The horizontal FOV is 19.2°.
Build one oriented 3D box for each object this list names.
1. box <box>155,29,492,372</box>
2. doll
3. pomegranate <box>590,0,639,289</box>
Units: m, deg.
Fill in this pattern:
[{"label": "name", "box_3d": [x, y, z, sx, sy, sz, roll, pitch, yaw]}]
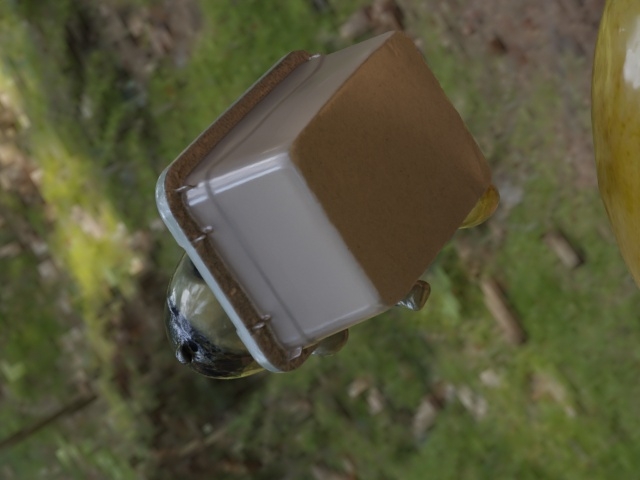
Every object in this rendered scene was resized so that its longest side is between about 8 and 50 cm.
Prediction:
[{"label": "box", "box_3d": [0.006, -0.020, 0.695, 0.062, 0.122, 0.089, -22, 108, 39]}, {"label": "doll", "box_3d": [0.000, 0.000, 0.791, 0.102, 0.179, 0.089, 41, 143, 14]}, {"label": "pomegranate", "box_3d": [0.199, -0.039, 0.645, 0.233, 0.233, 0.233, 39, 148, 31]}]
